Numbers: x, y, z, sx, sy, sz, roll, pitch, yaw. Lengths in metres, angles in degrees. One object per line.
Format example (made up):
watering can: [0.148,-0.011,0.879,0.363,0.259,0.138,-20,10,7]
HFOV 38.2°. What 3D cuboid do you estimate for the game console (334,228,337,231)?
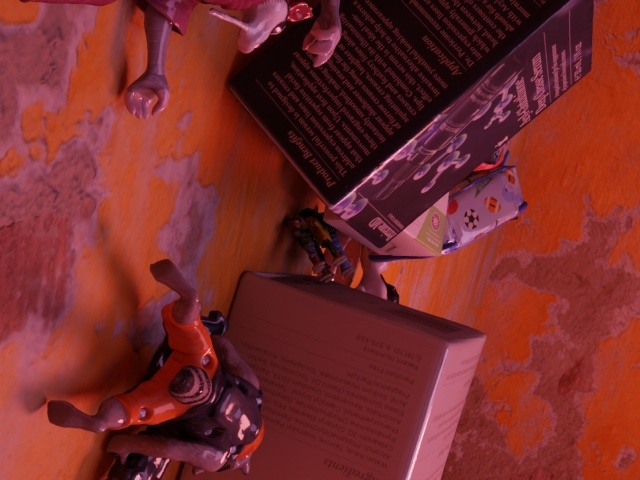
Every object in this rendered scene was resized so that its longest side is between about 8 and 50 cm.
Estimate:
game console: [0.073,-0.068,1.617,0.144,0.124,0.085,-43,120,-56]

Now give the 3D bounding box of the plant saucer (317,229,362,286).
plant saucer: [0.039,0.047,1.712,0.168,0.029,0.168,19,90,-73]

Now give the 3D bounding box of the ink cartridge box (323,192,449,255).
ink cartridge box: [0.123,-0.170,1.464,0.207,0.119,0.353,30,65,-56]

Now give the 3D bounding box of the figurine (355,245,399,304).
figurine: [0.109,0.122,1.857,0.215,0.092,0.209,72,22,-47]

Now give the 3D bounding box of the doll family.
doll family: [0.000,0.000,1.467,0.076,0.111,0.193,-32,163,-2]

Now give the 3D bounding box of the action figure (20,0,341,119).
action figure: [-0.115,-0.266,0.807,0.370,0.248,0.275,0,81,-70]

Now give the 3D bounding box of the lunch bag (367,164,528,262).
lunch bag: [0.235,-0.050,1.773,0.303,0.243,0.115,-23,97,-34]

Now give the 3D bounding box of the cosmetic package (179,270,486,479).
cosmetic package: [0.024,0.282,1.424,0.329,0.327,0.393,12,96,-71]

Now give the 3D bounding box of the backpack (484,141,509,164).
backpack: [0.286,-0.268,1.860,0.263,0.213,0.276,-51,152,-70]

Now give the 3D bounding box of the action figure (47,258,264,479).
action figure: [-0.168,0.222,1.074,0.341,0.178,0.330,-67,152,-19]

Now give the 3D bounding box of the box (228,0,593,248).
box: [0.131,-0.211,1.181,0.395,0.212,0.293,-40,163,6]

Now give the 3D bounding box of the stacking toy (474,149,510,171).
stacking toy: [0.323,-0.281,2.053,0.166,0.175,0.302,-53,143,-49]
